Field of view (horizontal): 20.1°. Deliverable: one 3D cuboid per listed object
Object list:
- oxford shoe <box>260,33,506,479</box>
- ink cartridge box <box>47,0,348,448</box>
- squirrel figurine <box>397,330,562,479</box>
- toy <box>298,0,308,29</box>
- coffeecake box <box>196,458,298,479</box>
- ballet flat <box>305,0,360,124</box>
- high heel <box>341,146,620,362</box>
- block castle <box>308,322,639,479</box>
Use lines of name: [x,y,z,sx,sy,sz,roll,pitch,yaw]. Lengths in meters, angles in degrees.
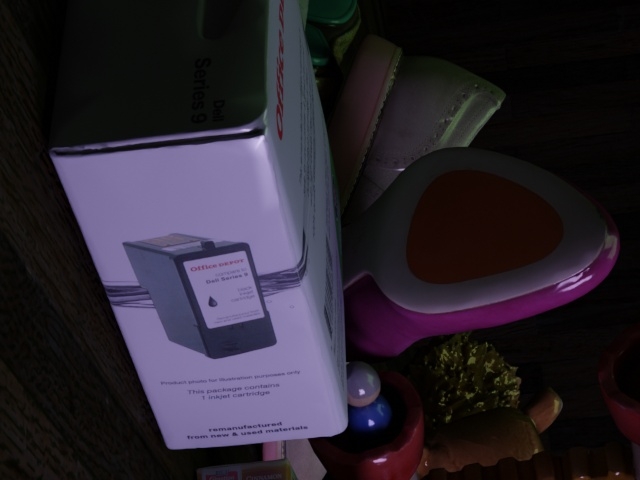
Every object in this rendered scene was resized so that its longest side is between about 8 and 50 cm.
oxford shoe: [0.046,0.037,1.505,0.140,0.146,0.397,-66,171,-78]
ink cartridge box: [-0.063,-0.042,1.084,0.289,0.121,0.211,77,10,-50]
squirrel figurine: [0.134,0.276,1.897,0.370,0.281,0.397,87,-15,-48]
toy: [-0.069,-0.141,1.379,0.137,0.056,0.237,45,45,-55]
coffeecake box: [-0.038,0.263,1.244,0.142,0.068,0.185,71,15,-61]
ballet flat: [-0.033,-0.159,1.611,0.348,0.123,0.123,-82,165,-68]
high heel: [0.092,0.029,1.265,0.181,0.377,0.127,35,71,-35]
block castle: [0.141,0.269,1.169,0.213,0.303,0.453,73,11,-46]
